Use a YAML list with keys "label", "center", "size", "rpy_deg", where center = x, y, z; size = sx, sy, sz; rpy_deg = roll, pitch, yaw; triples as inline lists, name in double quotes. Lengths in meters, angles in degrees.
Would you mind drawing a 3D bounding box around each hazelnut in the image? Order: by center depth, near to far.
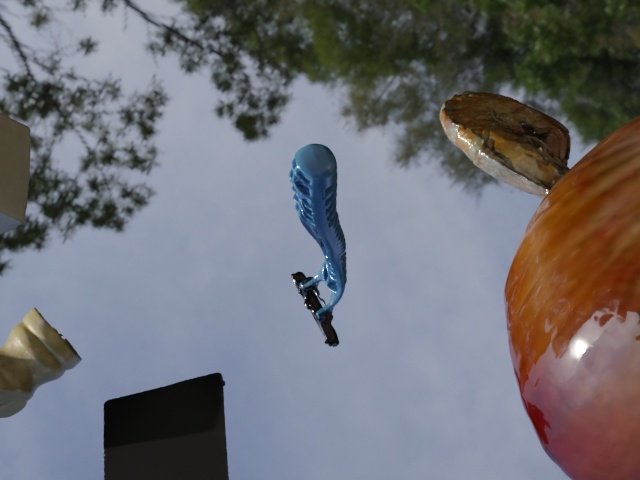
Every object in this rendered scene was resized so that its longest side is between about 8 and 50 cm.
- label: "hazelnut"
  center: [0.198, 0.035, 0.549]
  size: [0.186, 0.210, 0.210]
  rpy_deg: [55, -149, -18]

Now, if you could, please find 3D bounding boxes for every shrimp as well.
- label: "shrimp"
  center: [0.291, -0.123, 1.412]
  size: [0.164, 0.062, 0.317]
  rpy_deg: [-20, -136, -24]

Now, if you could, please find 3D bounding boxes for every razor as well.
- label: "razor"
  center: [0.000, 0.000, 0.836]
  size: [0.042, 0.253, 0.082]
  rpy_deg: [-24, -117, -10]

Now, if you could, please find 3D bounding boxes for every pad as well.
- label: "pad"
  center: [-0.170, 0.288, 1.153]
  size: [0.009, 0.160, 0.264]
  rpy_deg: [48, -149, -58]

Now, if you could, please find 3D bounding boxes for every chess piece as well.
- label: "chess piece"
  center: [-0.386, 0.175, 1.220]
  size: [0.200, 0.090, 0.090]
  rpy_deg: [-41, -101, -15]

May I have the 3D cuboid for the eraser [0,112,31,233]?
- label: "eraser"
  center: [-0.412, -0.103, 0.989]
  size: [0.279, 0.081, 0.124]
  rpy_deg: [30, -135, -47]
